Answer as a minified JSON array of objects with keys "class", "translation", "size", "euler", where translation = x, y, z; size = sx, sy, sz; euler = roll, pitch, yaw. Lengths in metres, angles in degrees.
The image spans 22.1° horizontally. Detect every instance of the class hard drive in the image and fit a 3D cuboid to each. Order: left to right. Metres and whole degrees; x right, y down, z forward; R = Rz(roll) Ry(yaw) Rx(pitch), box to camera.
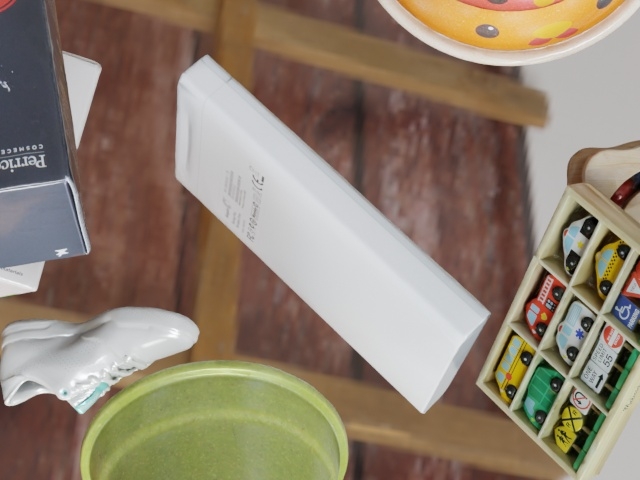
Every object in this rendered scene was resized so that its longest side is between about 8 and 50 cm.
[{"class":"hard drive","translation":[0.000,0.000,1.561],"size":[0.047,0.353,0.233],"euler":[-42,168,-20]}]

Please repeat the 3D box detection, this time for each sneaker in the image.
[{"class":"sneaker","translation":[-0.217,0.123,1.602],"size":[0.080,0.212,0.094],"euler":[47,39,-55]}]

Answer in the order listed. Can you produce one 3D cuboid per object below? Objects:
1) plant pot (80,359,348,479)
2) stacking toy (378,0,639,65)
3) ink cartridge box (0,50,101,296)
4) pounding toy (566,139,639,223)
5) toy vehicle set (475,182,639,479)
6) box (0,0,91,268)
[{"class":"plant pot","translation":[-0.096,0.303,1.588],"size":[0.254,0.276,0.276],"euler":[-99,-156,-50]},{"class":"stacking toy","translation":[0.171,-0.350,1.519],"size":[0.480,0.351,0.350],"euler":[-15,117,-81]},{"class":"ink cartridge box","translation":[-0.364,-0.081,1.901],"size":[0.198,0.115,0.272],"euler":[-11,-118,67]},{"class":"pounding toy","translation":[0.386,-0.041,1.791],"size":[0.155,0.270,0.154],"euler":[-140,-139,-82]},{"class":"toy vehicle set","translation":[0.270,0.096,1.681],"size":[0.166,0.035,0.266],"euler":[43,-52,33]},{"class":"box","translation":[-0.406,-0.132,1.508],"size":[0.179,0.343,0.312],"euler":[94,-15,-69]}]
